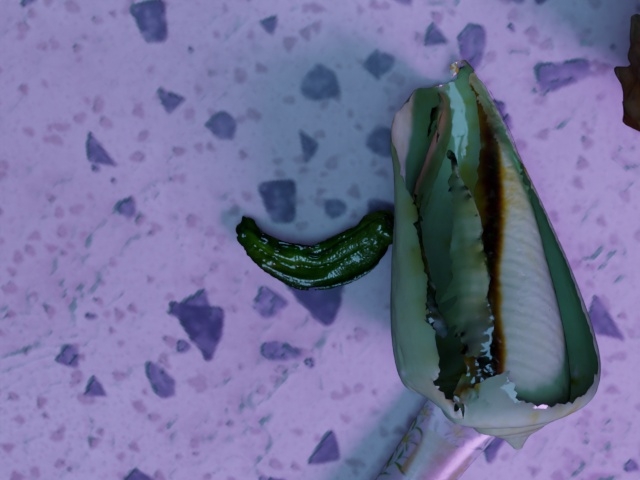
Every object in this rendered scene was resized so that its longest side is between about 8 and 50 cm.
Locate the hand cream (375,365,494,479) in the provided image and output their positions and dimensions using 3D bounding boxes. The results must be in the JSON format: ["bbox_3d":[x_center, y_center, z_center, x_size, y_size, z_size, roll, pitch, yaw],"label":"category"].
[{"bbox_3d":[0.064,0.185,1.130,0.067,0.042,0.194,34,100,-5],"label":"hand cream"}]

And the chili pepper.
[{"bbox_3d":[0.000,0.008,1.088,0.117,0.035,0.056,-2,93,13],"label":"chili pepper"}]

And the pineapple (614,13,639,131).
[{"bbox_3d":[0.344,-0.187,0.941,0.222,0.223,0.357,27,94,-5],"label":"pineapple"}]

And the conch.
[{"bbox_3d":[0.102,0.021,1.023,0.143,0.137,0.251,-25,112,-23],"label":"conch"}]
